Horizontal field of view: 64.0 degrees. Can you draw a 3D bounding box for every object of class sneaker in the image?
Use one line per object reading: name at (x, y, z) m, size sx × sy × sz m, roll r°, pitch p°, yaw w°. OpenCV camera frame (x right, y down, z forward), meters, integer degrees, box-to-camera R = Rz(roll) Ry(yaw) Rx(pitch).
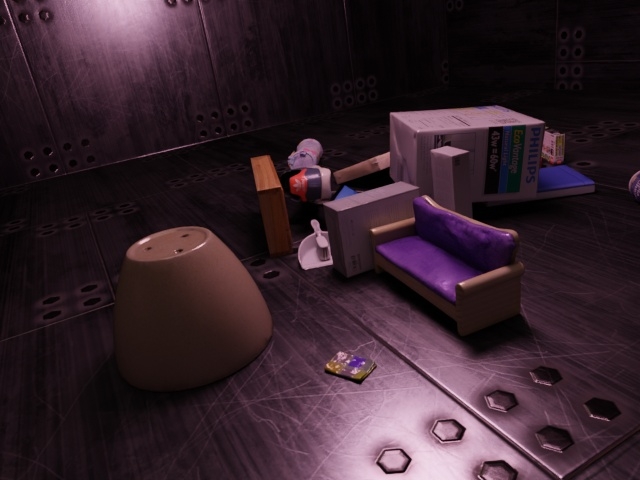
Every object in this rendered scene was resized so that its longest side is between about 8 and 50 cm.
sneaker at (-0.065, -0.187, 1.693) m, size 0.148 × 0.131 × 0.350 m, roll -4°, pitch 2°, yaw -9°

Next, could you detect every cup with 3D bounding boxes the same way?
cup at (-0.280, 0.110, 1.055) m, size 0.332 × 0.236 × 0.331 m, roll -7°, pitch 23°, yaw 3°

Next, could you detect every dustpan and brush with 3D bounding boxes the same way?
dustpan and brush at (0.000, 0.000, 1.435) m, size 0.148 × 0.060 × 0.211 m, roll -12°, pitch 23°, yaw -6°

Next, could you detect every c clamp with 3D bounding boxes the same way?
c clamp at (0.053, -0.159, 1.843) m, size 0.137 × 0.022 × 0.161 m, roll 10°, pitch 30°, yaw 40°

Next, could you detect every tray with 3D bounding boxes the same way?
tray at (-0.155, -0.122, 1.601) m, size 0.076 × 0.202 × 0.411 m, roll -12°, pitch 23°, yaw -7°

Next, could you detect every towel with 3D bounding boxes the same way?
towel at (0.053, 0.229, 0.936) m, size 0.083 × 0.009 × 0.060 m, roll 9°, pitch 28°, yaw 38°

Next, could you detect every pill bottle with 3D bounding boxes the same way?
pill bottle at (0.893, -0.125, 1.351) m, size 0.094 × 0.094 × 0.169 m, roll -4°, pitch 23°, yaw 13°

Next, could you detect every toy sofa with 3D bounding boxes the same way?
toy sofa at (0.255, 0.035, 1.109) m, size 0.150 × 0.177 × 0.362 m, roll -17°, pitch 25°, yaw -18°

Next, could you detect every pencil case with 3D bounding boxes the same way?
pencil case at (-0.064, -0.372, 2.279) m, size 0.124 × 0.113 × 0.273 m, roll 4°, pitch 24°, yaw 7°

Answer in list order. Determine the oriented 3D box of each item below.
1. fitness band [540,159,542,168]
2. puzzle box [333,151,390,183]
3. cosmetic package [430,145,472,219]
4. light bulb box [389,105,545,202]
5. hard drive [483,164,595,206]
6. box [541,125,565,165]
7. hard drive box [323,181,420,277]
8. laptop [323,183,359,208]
fitness band at (0.695, -0.286, 1.875) m, size 0.209 × 0.054 × 0.291 m, roll 1°, pitch 25°, yaw 17°
puzzle box at (0.282, -0.327, 2.008) m, size 0.409 × 0.052 × 0.272 m, roll -25°, pitch 8°, yaw -34°
cosmetic package at (0.353, -0.125, 1.368) m, size 0.061 × 0.238 × 0.099 m, roll -18°, pitch 25°, yaw -19°
light bulb box at (0.423, -0.270, 1.566) m, size 0.362 × 0.225 × 0.358 m, roll -4°, pitch 23°, yaw -3°
hard drive at (0.662, -0.178, 1.635) m, size 0.319 × 0.040 × 0.210 m, roll -8°, pitch 23°, yaw 3°
box at (0.843, -0.360, 1.907) m, size 0.036 × 0.114 × 0.207 m, roll -8°, pitch 23°, yaw 1°
hard drive box at (0.140, -0.031, 1.303) m, size 0.232 × 0.181 × 0.089 m, roll -16°, pitch 22°, yaw -19°
laptop at (0.181, -0.124, 1.553) m, size 0.265 × 0.136 × 0.234 m, roll -19°, pitch 18°, yaw 24°
